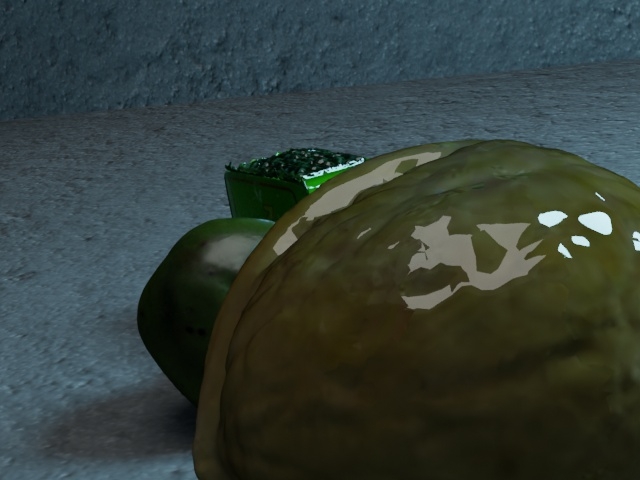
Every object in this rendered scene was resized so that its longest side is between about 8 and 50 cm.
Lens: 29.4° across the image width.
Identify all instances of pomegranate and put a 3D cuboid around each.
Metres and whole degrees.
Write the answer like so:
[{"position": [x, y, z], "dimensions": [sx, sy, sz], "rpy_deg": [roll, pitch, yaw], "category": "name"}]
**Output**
[{"position": [-0.074, 0.074, 1.113], "dimensions": [0.187, 0.187, 0.225], "rpy_deg": [-12, -9, -16], "category": "pomegranate"}]

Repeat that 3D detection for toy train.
[{"position": [0.000, 0.000, 1.283], "dimensions": [0.132, 0.188, 0.243], "rpy_deg": [-19, 18, -27], "category": "toy train"}]

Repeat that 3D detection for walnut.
[{"position": [0.083, 0.087, 0.738], "dimensions": [0.333, 0.332, 0.333], "rpy_deg": [-8, 15, 2], "category": "walnut"}]
